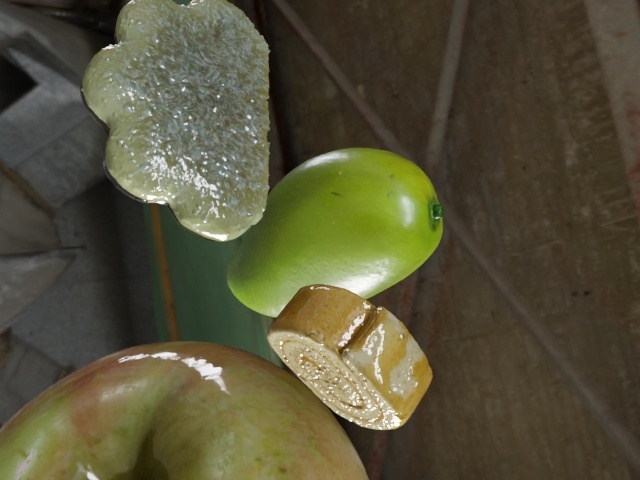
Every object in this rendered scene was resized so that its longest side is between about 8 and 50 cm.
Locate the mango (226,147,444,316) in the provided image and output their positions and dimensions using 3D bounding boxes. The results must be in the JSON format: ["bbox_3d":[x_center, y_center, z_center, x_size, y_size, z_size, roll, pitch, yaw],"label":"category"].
[{"bbox_3d":[0.000,0.000,1.072,0.343,0.156,0.192,-31,-76,34],"label":"mango"}]

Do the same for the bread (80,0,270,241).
[{"bbox_3d":[-0.146,-0.143,0.866,0.056,0.207,0.287,-29,-119,51],"label":"bread"}]

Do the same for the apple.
[{"bbox_3d":[-0.106,0.240,0.588,0.319,0.319,0.277,34,-27,45],"label":"apple"}]

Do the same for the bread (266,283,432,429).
[{"bbox_3d":[0.032,0.103,0.758,0.149,0.073,0.122,49,-32,-19],"label":"bread"}]
